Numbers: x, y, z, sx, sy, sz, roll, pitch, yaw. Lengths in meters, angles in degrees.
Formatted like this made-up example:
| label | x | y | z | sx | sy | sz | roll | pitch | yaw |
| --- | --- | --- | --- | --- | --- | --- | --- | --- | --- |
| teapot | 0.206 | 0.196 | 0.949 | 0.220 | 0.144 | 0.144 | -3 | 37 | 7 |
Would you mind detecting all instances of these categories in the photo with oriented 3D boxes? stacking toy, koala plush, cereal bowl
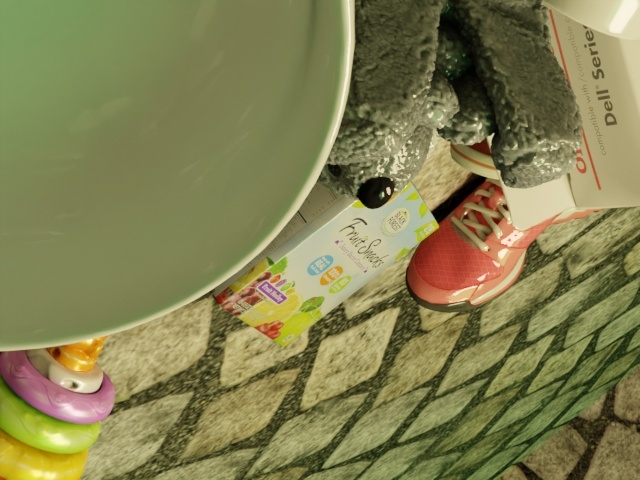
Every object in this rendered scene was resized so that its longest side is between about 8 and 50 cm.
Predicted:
| label | x | y | z | sx | sy | sz | roll | pitch | yaw |
| --- | --- | --- | --- | --- | --- | --- | --- | --- | --- |
| stacking toy | -0.245 | 0.143 | 0.945 | 0.165 | 0.175 | 0.302 | 15 | 112 | -54 |
| koala plush | 0.052 | -0.107 | 0.829 | 0.196 | 0.203 | 0.221 | 5 | 155 | -22 |
| cereal bowl | -0.155 | -0.116 | 0.464 | 0.338 | 0.141 | 0.339 | 0 | 129 | 0 |

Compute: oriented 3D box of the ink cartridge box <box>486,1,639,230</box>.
| label | x | y | z | sx | sy | sz | roll | pitch | yaw |
| --- | --- | --- | --- | --- | --- | --- | --- | --- | --- |
| ink cartridge box | 0.313 | -0.156 | 0.991 | 0.353 | 0.207 | 0.119 | -23 | -170 | -26 |

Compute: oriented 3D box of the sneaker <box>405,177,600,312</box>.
| label | x | y | z | sx | sy | sz | roll | pitch | yaw |
| --- | --- | --- | --- | --- | --- | --- | --- | --- | --- |
| sneaker | 0.213 | -0.050 | 1.231 | 0.314 | 0.116 | 0.136 | -38 | 147 | -11 |

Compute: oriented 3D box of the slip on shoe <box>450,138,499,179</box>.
| label | x | y | z | sx | sy | sz | roll | pitch | yaw |
| --- | --- | --- | --- | --- | --- | --- | --- | --- | --- |
| slip on shoe | 0.269 | -0.151 | 1.106 | 0.331 | 0.123 | 0.101 | -24 | 126 | -19 |

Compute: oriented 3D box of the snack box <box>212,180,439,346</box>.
| label | x | y | z | sx | sy | sz | roll | pitch | yaw |
| --- | --- | --- | --- | --- | --- | --- | --- | --- | --- |
| snack box | 0.000 | 0.000 | 1.060 | 0.207 | 0.070 | 0.174 | -39 | 155 | 4 |

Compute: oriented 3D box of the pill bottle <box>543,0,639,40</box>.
| label | x | y | z | sx | sy | sz | roll | pitch | yaw |
| --- | --- | --- | --- | --- | --- | --- | --- | --- | --- |
| pill bottle | 0.238 | -0.264 | 0.765 | 0.131 | 0.131 | 0.229 | -10 | 134 | -44 |

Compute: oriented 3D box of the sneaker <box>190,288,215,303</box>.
| label | x | y | z | sx | sy | sz | roll | pitch | yaw |
| --- | --- | --- | --- | --- | --- | --- | --- | --- | --- |
| sneaker | -0.094 | 0.005 | 0.956 | 0.152 | 0.058 | 0.085 | -26 | 149 | -11 |
